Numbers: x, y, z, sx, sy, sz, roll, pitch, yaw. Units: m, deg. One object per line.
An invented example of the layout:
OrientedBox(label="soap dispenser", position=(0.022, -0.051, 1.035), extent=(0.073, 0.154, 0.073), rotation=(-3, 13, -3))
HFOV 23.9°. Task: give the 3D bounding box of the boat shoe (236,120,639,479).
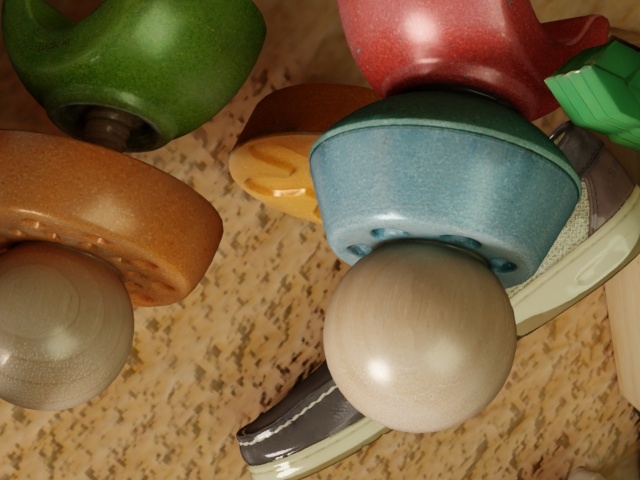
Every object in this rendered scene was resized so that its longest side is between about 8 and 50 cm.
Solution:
OrientedBox(label="boat shoe", position=(0.047, 0.028, 0.696), extent=(0.223, 0.080, 0.073), rotation=(-35, 95, 6))

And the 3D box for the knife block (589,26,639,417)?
OrientedBox(label="knife block", position=(0.196, 0.054, 0.768), extent=(0.276, 0.088, 0.242), rotation=(23, 100, -33))

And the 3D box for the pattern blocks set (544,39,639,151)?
OrientedBox(label="pattern blocks set", position=(0.112, -0.175, 0.542), extent=(0.285, 0.026, 0.325), rotation=(27, 58, -46))

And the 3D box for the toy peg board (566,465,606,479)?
OrientedBox(label="toy peg board", position=(0.116, 0.220, 0.825), extent=(0.160, 0.079, 0.161), rotation=(-53, 126, -15))

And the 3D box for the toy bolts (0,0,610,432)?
OrientedBox(label="toy bolts", position=(0.000, 0.000, 0.544), extent=(0.218, 0.228, 0.158), rotation=(30, 63, -43))
